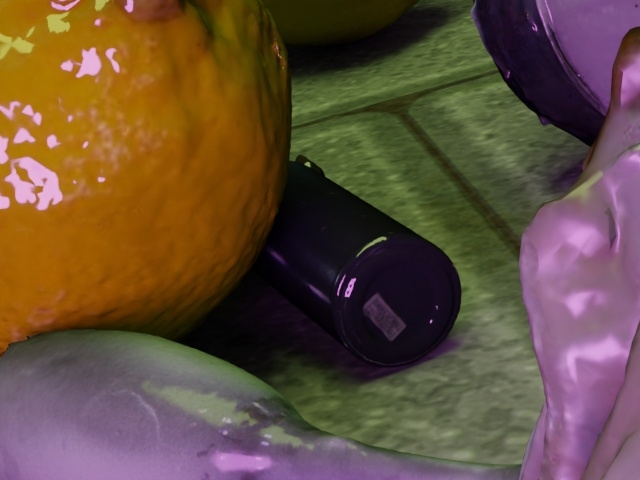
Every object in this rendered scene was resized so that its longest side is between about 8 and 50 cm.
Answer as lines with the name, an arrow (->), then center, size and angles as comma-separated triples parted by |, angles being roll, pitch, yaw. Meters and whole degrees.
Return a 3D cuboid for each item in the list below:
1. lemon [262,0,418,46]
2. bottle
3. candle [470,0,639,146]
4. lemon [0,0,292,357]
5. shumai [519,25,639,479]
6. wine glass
lemon -> -0.021, -0.282, 1.547 | 0.219, 0.240, 0.240 | -10, 18, 42
bottle -> 0.000, 0.000, 1.011 | 0.082, 0.072, 0.244 | -36, 24, -10
candle -> 0.257, -0.175, 1.016 | 0.221, 0.221, 0.342 | -28, 10, -33
lemon -> -0.147, -0.049, 0.943 | 0.268, 0.268, 0.322 | -23, -7, -24
shumai -> 0.141, 0.072, 0.457 | 0.309, 0.263, 0.304 | -2, 22, 31
wine glass -> 0.036, 0.084, 0.817 | 0.309, 0.096, 0.264 | 2, 6, 39
